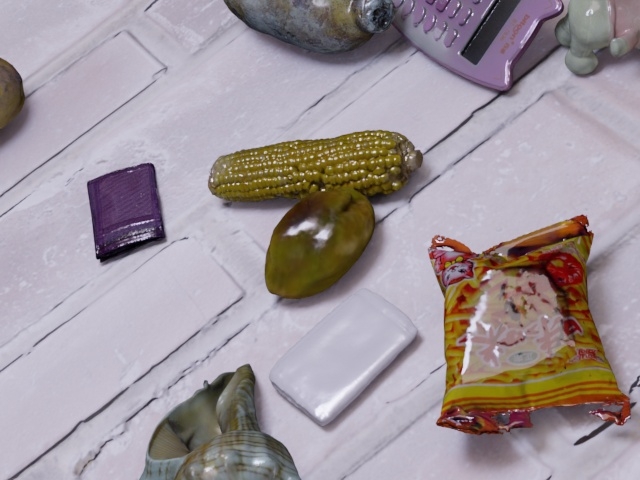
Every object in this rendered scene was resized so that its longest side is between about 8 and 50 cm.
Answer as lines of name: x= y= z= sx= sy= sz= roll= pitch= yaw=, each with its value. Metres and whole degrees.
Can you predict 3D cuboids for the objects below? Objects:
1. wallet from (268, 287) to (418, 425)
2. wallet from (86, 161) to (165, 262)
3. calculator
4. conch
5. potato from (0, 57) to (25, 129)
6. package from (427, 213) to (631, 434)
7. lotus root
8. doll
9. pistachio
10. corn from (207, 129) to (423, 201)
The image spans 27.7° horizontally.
wallet: x=0.029 y=0.147 z=1.672 sx=0.183 sy=0.032 sz=0.124 roll=-42 pitch=49 yaw=-16
wallet: x=-0.295 y=-0.047 z=1.962 sx=0.111 sy=0.030 sz=0.166 roll=-22 pitch=47 yaw=6
calculator: x=0.219 y=-0.352 z=1.931 sx=0.294 sy=0.043 sz=0.194 roll=42 pitch=106 yaw=32
conch: x=-0.120 y=0.287 z=1.552 sx=0.203 sy=0.169 sz=0.386 roll=1 pitch=15 yaw=-4
potato: x=-0.622 y=-0.233 z=2.141 sx=0.266 sy=0.229 sz=0.229 roll=-20 pitch=48 yaw=1
package: x=0.246 y=0.106 z=1.570 sx=0.223 sy=0.108 sz=0.288 roll=-7 pitch=58 yaw=10
lotus root: x=-0.025 y=-0.380 z=2.032 sx=0.349 sy=0.175 sz=0.175 roll=30 pitch=68 yaw=33
doll: x=0.459 y=-0.311 z=1.807 sx=0.275 sy=0.113 sz=0.155 roll=-8 pitch=48 yaw=18
pistachio: x=0.001 y=0.003 z=1.753 sx=0.189 sy=0.100 sz=0.110 roll=-40 pitch=50 yaw=-13
corn: x=-0.012 y=-0.102 z=1.853 sx=0.320 sy=0.097 sz=0.097 roll=-4 pitch=52 yaw=22
